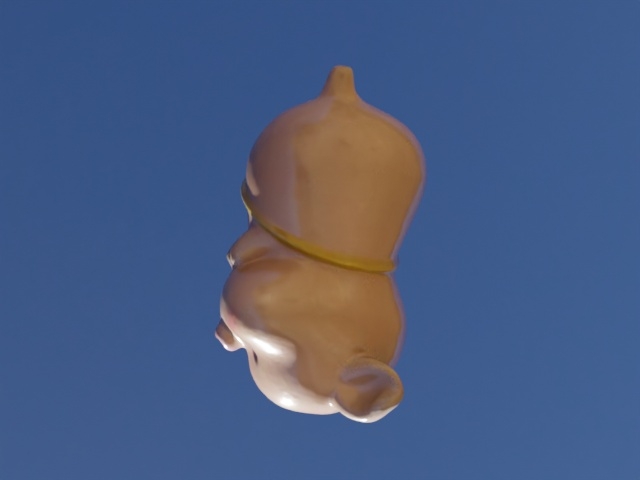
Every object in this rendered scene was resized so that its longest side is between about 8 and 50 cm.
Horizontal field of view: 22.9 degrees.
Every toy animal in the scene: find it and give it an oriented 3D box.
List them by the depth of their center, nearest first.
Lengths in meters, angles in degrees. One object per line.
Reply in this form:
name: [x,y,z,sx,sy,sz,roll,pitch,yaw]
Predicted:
toy animal: [0.001,0.000,1.127,0.165,0.149,0.248,-25,-65,-79]
